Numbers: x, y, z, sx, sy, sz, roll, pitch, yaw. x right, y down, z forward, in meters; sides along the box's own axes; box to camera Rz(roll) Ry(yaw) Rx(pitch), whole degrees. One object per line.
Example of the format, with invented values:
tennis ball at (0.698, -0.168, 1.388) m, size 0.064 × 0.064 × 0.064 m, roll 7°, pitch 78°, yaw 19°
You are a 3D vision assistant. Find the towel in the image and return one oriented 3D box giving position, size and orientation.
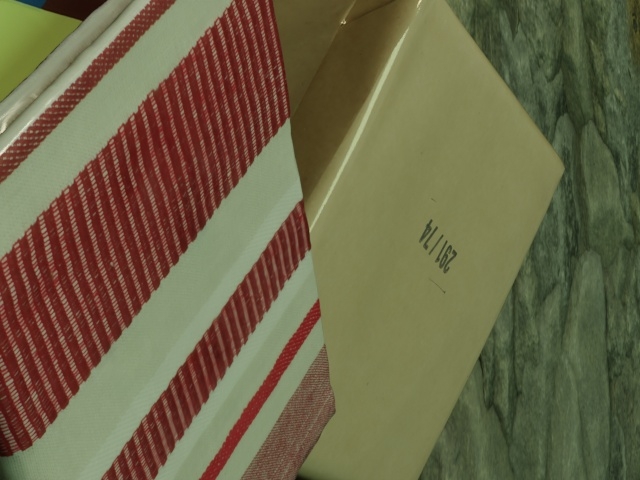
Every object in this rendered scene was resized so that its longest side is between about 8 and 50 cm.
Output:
towel at (-0.071, 0.043, 0.649) m, size 0.237 × 0.037 × 0.329 m, roll -57°, pitch 149°, yaw -43°

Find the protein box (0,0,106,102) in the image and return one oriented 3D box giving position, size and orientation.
protein box at (-0.223, -0.070, 0.564) m, size 0.200 × 0.201 × 0.136 m, roll -66°, pitch 145°, yaw -42°

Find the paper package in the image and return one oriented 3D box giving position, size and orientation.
paper package at (0.000, 0.000, 0.980) m, size 0.309 × 0.168 × 0.325 m, roll -64°, pitch 151°, yaw -7°
